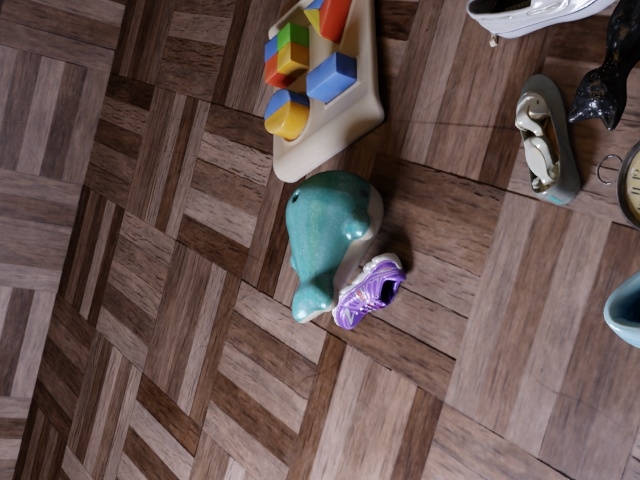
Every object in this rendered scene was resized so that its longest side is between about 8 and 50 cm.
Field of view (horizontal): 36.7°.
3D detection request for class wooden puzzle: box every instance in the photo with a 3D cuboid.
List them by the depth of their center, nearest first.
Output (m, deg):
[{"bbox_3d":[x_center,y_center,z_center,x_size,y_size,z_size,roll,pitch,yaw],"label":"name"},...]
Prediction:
[{"bbox_3d":[-0.015,-0.326,1.827,0.322,0.081,0.347,-30,58,47],"label":"wooden puzzle"}]

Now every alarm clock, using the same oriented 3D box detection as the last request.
[{"bbox_3d":[0.413,-0.072,1.169,0.192,0.064,0.129,24,102,51],"label":"alarm clock"}]

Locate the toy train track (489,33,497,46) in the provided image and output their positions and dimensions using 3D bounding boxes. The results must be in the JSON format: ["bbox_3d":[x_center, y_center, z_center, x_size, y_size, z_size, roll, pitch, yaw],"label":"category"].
[{"bbox_3d":[0.265,-0.341,1.493,0.048,0.014,0.083,-18,68,52],"label":"toy train track"}]

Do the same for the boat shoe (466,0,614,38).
[{"bbox_3d":[0.320,-0.362,1.353,0.268,0.088,0.096,-8,75,53],"label":"boat shoe"}]

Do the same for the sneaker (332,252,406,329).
[{"bbox_3d":[0.081,0.095,1.598,0.170,0.068,0.071,-54,51,34],"label":"sneaker"}]

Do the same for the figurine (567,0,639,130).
[{"bbox_3d":[0.415,-0.210,1.139,0.215,0.092,0.209,32,92,53],"label":"figurine"}]

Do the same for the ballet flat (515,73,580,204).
[{"bbox_3d":[0.306,-0.149,1.337,0.072,0.068,0.213,-37,52,44],"label":"ballet flat"}]

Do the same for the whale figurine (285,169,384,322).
[{"bbox_3d":[0.000,0.000,1.613,0.216,0.141,0.272,-28,36,50],"label":"whale figurine"}]

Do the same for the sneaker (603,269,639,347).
[{"bbox_3d":[0.458,0.033,1.003,0.366,0.150,0.135,-42,50,41],"label":"sneaker"}]
